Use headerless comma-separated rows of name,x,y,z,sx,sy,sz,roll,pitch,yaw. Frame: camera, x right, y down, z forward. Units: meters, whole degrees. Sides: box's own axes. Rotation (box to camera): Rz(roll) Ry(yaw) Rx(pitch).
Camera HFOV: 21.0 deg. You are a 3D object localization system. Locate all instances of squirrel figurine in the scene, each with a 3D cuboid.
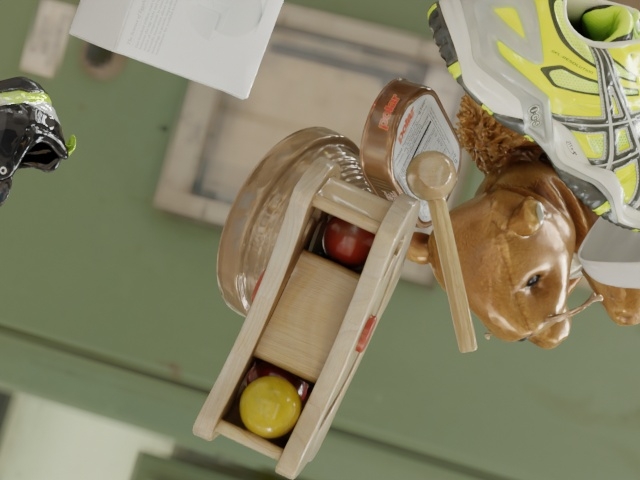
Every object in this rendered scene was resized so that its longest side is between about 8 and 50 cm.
squirrel figurine,0.239,-0.066,1.988,0.370,0.281,0.397,-20,98,-50

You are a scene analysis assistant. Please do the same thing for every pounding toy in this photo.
pounding toy,0.036,0.045,1.205,0.154,0.155,0.269,83,32,-76

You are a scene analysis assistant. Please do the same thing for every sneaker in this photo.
sneaker,-0.302,-0.072,1.472,0.235,0.097,0.084,-26,171,-43
sneaker,0.274,-0.137,1.662,0.385,0.147,0.145,33,31,-37

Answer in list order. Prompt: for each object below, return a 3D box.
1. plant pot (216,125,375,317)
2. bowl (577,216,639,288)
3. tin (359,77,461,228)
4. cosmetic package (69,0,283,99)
plant pot,0.000,0.000,1.943,0.237,0.110,0.237,-36,141,-37
bowl,0.351,0.003,1.786,0.142,0.142,0.053,-49,128,-41
tin,0.091,-0.083,1.676,0.106,0.040,0.189,-67,153,-17
cosmetic package,-0.181,-0.336,2.311,0.225,0.138,0.224,18,95,-40
